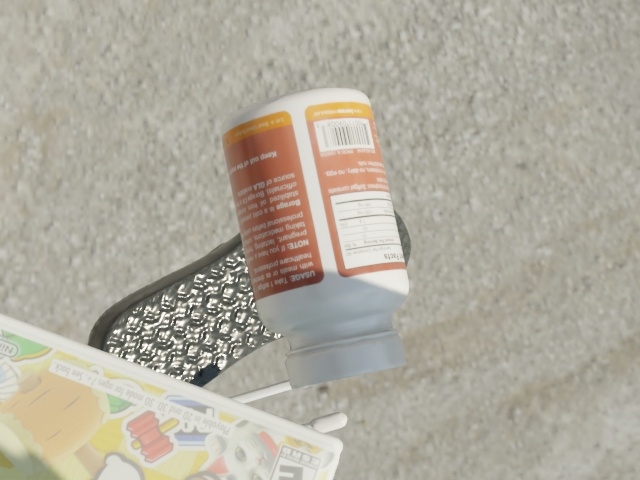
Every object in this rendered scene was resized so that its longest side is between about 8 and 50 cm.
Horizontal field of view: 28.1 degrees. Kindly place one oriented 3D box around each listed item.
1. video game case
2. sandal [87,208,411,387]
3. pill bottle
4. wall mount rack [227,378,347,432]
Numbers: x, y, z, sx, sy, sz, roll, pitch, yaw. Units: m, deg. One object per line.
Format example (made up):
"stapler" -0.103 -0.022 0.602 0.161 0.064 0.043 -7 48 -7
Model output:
"video game case" -0.129 0.149 0.587 0.227 0.206 0.026 20 159 3
"sandal" -0.085 0.052 1.506 0.445 0.107 0.168 -24 106 -31
"pill bottle" 0.000 0.000 0.990 0.121 0.216 0.121 -11 174 -1
"wall mount rack" -0.117 0.260 1.429 0.130 0.350 0.304 34 93 -10
